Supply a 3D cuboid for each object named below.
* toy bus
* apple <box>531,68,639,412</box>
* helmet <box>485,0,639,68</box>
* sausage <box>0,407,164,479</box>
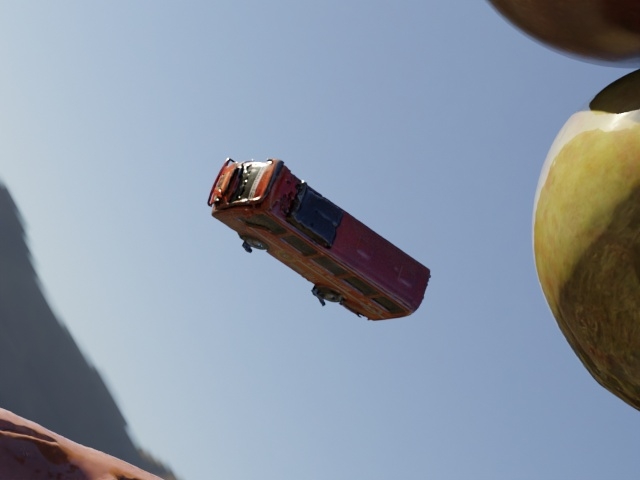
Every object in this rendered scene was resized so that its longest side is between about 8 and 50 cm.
[{"bbox_3d":[0.000,0.000,1.569,0.235,0.074,0.096,36,-28,-32],"label":"toy bus"},{"bbox_3d":[0.267,-0.005,1.071,0.234,0.256,0.257,-97,170,-56],"label":"apple"},{"bbox_3d":[0.220,-0.258,1.145,0.337,0.230,0.385,44,-22,-4],"label":"helmet"},{"bbox_3d":[-0.151,0.117,0.720,0.433,0.088,0.088,28,-1,-24],"label":"sausage"}]
